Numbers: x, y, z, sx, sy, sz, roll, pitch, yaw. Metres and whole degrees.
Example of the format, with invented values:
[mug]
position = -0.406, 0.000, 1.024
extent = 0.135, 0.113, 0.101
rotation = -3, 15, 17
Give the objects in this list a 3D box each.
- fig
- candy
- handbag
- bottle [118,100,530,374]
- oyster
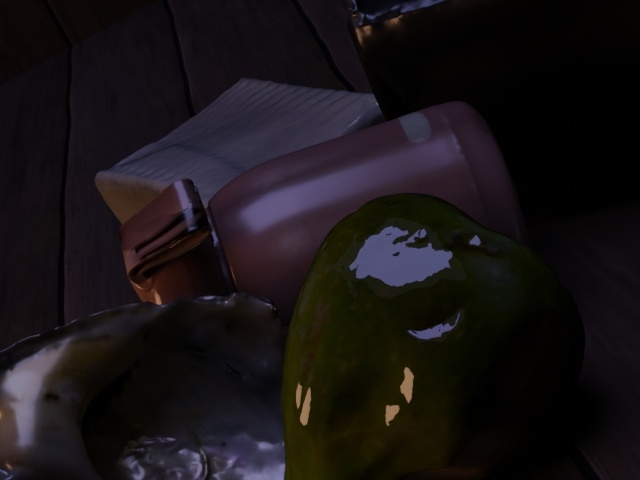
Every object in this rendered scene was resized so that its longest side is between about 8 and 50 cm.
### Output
[fig]
position = 0.043, 0.107, 1.149
extent = 0.275, 0.206, 0.206
rotation = -53, 22, -1
[candy]
position = -0.060, -0.045, 1.655
extent = 0.208, 0.145, 0.359
rotation = -34, 21, -19
[handbag]
position = 0.198, -0.172, 1.425
extent = 0.302, 0.275, 0.178
rotation = -16, 34, 28
[bottle]
position = 0.000, 0.000, 1.309
extent = 0.297, 0.206, 0.173
rotation = -16, 57, -3
[oyster]
position = -0.137, 0.142, 1.209
extent = 0.275, 0.271, 0.100
rotation = -52, -9, -26
